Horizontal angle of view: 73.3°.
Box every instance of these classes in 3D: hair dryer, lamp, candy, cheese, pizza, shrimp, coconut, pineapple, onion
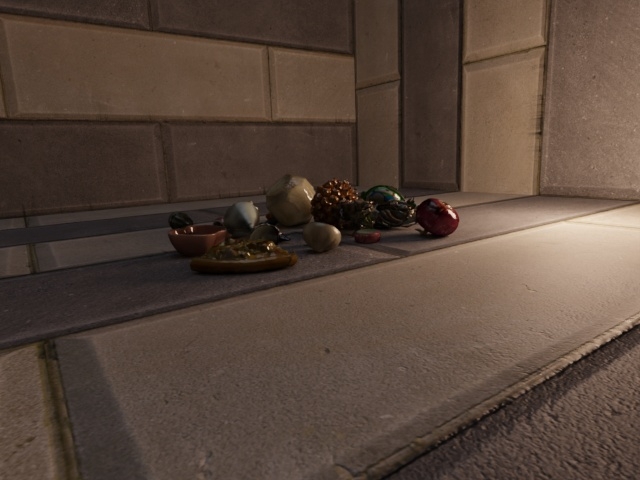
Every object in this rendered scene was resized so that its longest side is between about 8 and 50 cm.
[{"bbox_3d":[-0.268,-0.038,1.769,0.345,0.106,0.189,12,18,33],"label":"hair dryer"},{"bbox_3d":[-0.675,-0.088,2.074,0.101,0.101,0.250,-10,17,-33],"label":"lamp"},{"bbox_3d":[0.182,-0.017,1.672,0.103,0.043,0.103,-4,13,1],"label":"candy"},{"bbox_3d":[0.341,-0.159,2.030,0.321,0.203,0.083,17,34,10],"label":"cheese"},{"bbox_3d":[-0.237,0.041,1.366,0.324,0.089,0.223,-3,14,-4],"label":"pizza"},{"bbox_3d":[0.333,-0.105,1.906,0.373,0.137,0.172,-9,43,37],"label":"shrimp"},{"bbox_3d":[-0.127,-0.187,2.118,0.245,0.247,0.244,-32,28,19],"label":"coconut"},{"bbox_3d":[0.125,-0.127,1.853,0.263,0.262,0.272,-9,23,-30],"label":"pineapple"},{"bbox_3d":[0.467,-0.089,1.726,0.178,0.153,0.177,13,4,-1],"label":"onion"}]

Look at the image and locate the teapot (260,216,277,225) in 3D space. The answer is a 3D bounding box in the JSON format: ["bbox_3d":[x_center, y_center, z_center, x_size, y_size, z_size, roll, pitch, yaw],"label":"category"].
[{"bbox_3d":[-0.259,-0.084,2.124,0.043,0.042,0.111,4,17,29],"label":"teapot"}]

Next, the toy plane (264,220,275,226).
[{"bbox_3d":[-0.246,-0.053,1.937,0.121,0.049,0.031,-16,4,24],"label":"toy plane"}]

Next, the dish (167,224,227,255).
[{"bbox_3d":[-0.450,0.003,1.588,0.214,0.090,0.213,0,12,0],"label":"dish"}]

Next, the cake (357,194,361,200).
[{"bbox_3d":[0.156,-0.114,2.183,0.112,0.135,0.246,-9,34,38],"label":"cake"}]

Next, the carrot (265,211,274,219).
[{"bbox_3d":[-0.246,-0.127,2.299,0.072,0.072,0.205,-9,5,-32],"label":"carrot"}]

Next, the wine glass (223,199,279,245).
[{"bbox_3d":[-0.250,-0.043,1.580,0.156,0.156,0.232,-8,24,-28],"label":"wine glass"}]

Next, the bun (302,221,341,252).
[{"bbox_3d":[0.000,0.000,1.519,0.138,0.094,0.138,12,-21,5],"label":"bun"}]
